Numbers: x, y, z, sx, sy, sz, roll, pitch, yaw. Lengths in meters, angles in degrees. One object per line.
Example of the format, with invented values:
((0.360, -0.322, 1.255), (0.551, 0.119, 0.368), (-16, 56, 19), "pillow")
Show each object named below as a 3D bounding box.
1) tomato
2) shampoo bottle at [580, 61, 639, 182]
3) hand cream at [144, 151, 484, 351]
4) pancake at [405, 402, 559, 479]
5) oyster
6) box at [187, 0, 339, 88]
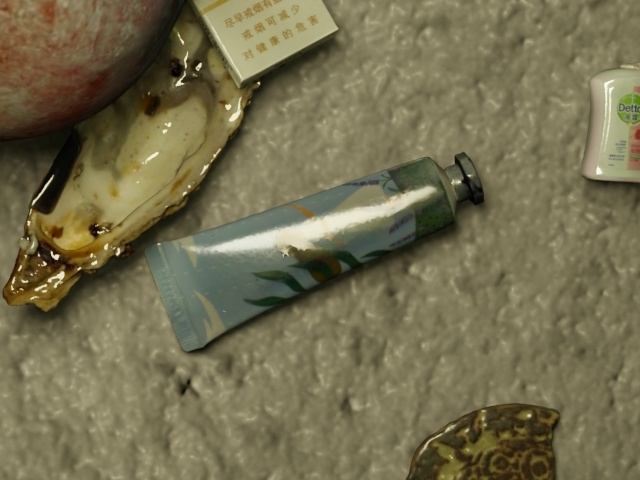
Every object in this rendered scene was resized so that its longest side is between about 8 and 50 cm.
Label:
((-0.225, -0.228, 1.271), (0.282, 0.316, 0.317), (14, 93, 5), "tomato")
((0.254, -0.098, 1.515), (0.072, 0.043, 0.099), (3, 95, -11), "shampoo bottle")
((0.000, 0.000, 1.473), (0.271, 0.058, 0.091), (-21, 96, -3), "hand cream")
((0.150, 0.227, 1.541), (0.184, 0.020, 0.190), (42, 88, -11), "pancake")
((-0.139, -0.089, 1.425), (0.128, 0.078, 0.345), (35, 81, -12), "oyster")
((-0.066, -0.210, 1.412), (0.090, 0.024, 0.167), (-29, 85, -14), "box")
